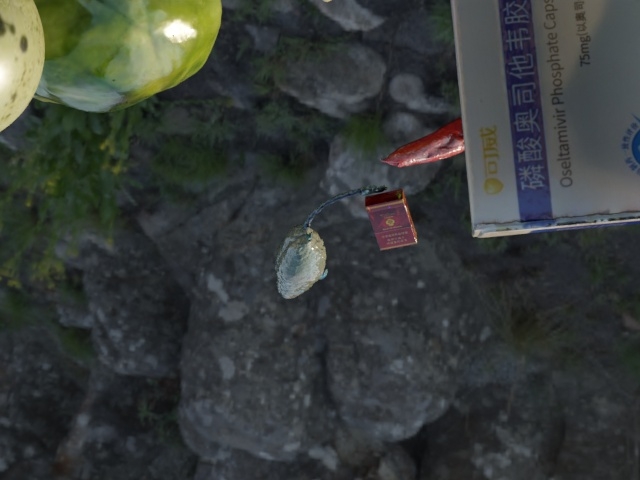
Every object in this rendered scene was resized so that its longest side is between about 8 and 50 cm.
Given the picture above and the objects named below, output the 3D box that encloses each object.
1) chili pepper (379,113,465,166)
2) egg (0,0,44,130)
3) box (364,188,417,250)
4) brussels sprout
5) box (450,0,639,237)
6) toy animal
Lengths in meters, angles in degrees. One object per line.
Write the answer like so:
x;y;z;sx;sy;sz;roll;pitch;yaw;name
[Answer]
0.220;-0.168;1.360;0.268;0.050;0.059;-22;136;-21;chili pepper
-0.330;-0.173;0.686;0.228;0.177;0.177;37;173;40;egg
0.093;-0.026;1.081;0.051;0.023;0.082;-12;131;13;box
-0.243;-0.235;0.858;0.271;0.219;0.210;-11;105;46;brussels sprout
0.219;-0.181;0.737;0.200;0.344;0.065;-5;173;7;box
-0.007;-0.004;1.134;0.079;0.070;0.253;-24;156;-42;toy animal
